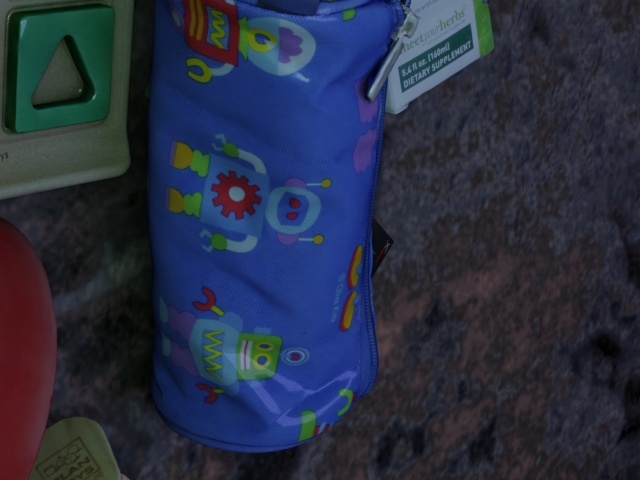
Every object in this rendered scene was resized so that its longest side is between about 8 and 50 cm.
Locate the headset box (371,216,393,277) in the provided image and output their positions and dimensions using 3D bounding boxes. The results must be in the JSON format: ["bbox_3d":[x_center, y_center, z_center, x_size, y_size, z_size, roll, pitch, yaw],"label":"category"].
[{"bbox_3d":[0.000,0.000,1.165,0.062,0.032,0.083,-58,138,-17],"label":"headset box"}]

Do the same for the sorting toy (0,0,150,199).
[{"bbox_3d":[-0.154,-0.113,0.950,0.347,0.047,0.196,-14,113,-44],"label":"sorting toy"}]

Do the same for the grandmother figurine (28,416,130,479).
[{"bbox_3d":[-0.086,0.241,1.111,0.207,0.104,0.342,-31,132,-4],"label":"grandmother figurine"}]

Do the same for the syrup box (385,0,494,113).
[{"bbox_3d":[0.019,-0.201,1.073,0.093,0.096,0.237,-34,127,-38],"label":"syrup box"}]

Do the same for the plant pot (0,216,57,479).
[{"bbox_3d":[-0.235,0.052,0.819,0.174,0.191,0.191,23,85,-39],"label":"plant pot"}]

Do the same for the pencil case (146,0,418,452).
[{"bbox_3d":[-0.023,-0.030,1.015,0.119,0.133,0.306,-54,155,-51],"label":"pencil case"}]
